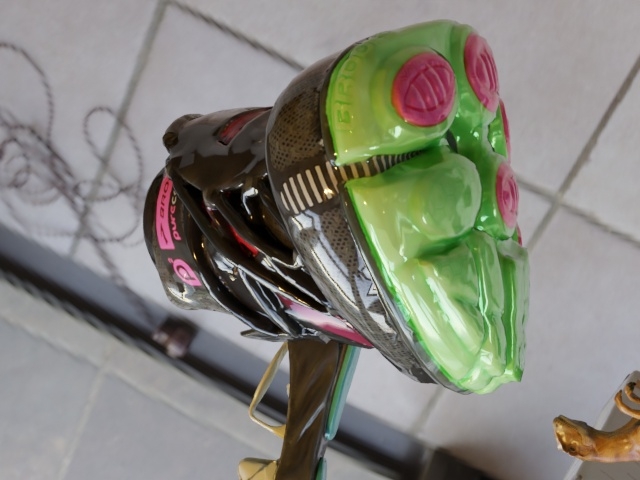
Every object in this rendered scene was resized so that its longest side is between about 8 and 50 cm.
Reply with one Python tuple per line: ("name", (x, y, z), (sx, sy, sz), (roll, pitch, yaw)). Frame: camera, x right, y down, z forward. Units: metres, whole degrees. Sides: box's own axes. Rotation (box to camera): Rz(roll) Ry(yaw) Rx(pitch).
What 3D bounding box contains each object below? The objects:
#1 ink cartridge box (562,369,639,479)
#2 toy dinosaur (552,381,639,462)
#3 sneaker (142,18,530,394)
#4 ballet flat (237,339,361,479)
("ink cartridge box", (0.332, 0.259, 1.168), (0.304, 0.307, 0.072), (37, 118, 10))
("toy dinosaur", (0.271, 0.139, 1.015), (0.211, 0.064, 0.112), (9, 79, 28))
("sneaker", (0.000, 0.000, 0.813), (0.202, 0.483, 0.185), (-7, 85, -1))
("ballet flat", (-0.019, 0.142, 1.018), (0.074, 0.074, 0.203), (8, 78, 14))
